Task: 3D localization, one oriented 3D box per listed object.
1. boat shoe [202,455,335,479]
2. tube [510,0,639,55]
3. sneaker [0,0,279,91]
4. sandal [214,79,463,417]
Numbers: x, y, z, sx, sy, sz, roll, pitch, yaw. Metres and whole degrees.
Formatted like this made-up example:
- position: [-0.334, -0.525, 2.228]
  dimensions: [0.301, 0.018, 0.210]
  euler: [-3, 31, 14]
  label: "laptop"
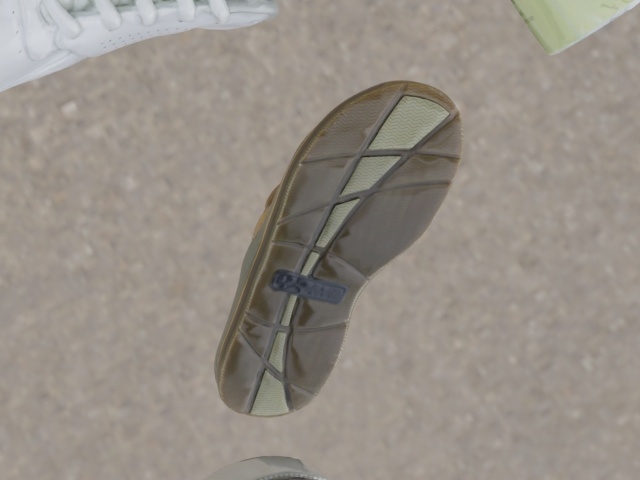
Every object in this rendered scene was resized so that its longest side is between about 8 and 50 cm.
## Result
- position: [0.007, 0.246, 0.740]
  dimensions: [0.117, 0.097, 0.324]
  euler: [-10, 102, -24]
  label: "boat shoe"
- position: [0.037, -0.177, 0.686]
  dimensions: [0.062, 0.240, 0.070]
  euler: [-35, -178, -5]
  label: "tube"
- position: [-0.064, -0.099, 0.632]
  dimensions: [0.232, 0.115, 0.090]
  euler: [-43, 134, -57]
  label: "sneaker"
- position: [0.000, 0.000, 0.910]
  dimensions: [0.072, 0.049, 0.180]
  euler: [18, 114, -22]
  label: "sandal"
